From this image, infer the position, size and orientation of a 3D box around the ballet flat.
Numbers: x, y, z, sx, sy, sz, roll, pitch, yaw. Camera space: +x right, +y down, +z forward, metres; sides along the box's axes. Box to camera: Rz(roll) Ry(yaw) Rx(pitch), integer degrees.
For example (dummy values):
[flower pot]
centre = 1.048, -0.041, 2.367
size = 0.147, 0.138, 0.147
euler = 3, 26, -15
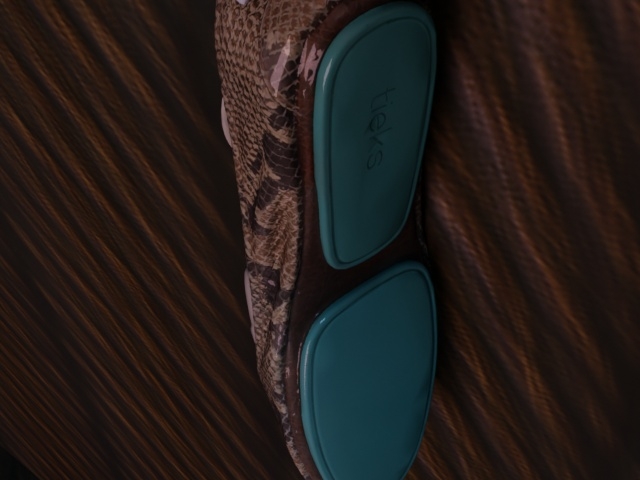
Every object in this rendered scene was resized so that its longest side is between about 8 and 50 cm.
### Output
[ballet flat]
centre = 0.000, 0.000, 0.651
size = 0.182, 0.164, 0.482
euler = 38, 145, 41

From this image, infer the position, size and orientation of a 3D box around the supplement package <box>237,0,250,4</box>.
[supplement package]
centre = 0.020, -0.241, 0.252
size = 0.145, 0.262, 0.204
euler = 38, 144, 3
